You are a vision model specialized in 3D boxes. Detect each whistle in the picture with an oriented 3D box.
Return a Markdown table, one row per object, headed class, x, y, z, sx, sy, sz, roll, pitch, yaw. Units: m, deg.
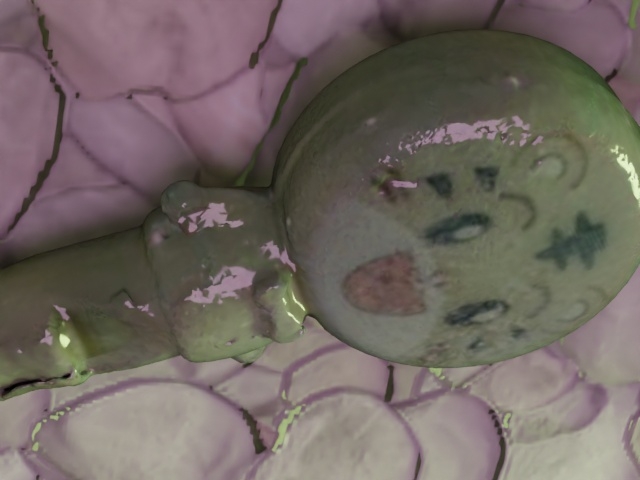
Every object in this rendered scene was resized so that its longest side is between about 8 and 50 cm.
| class | x | y | z | sx | sy | sz | roll | pitch | yaw |
| --- | --- | --- | --- | --- | --- | --- | --- | --- | --- |
| whistle | 0.000 | 0.000 | 0.536 | 0.258 | 0.067 | 0.126 | -17 | 133 | 4 |
